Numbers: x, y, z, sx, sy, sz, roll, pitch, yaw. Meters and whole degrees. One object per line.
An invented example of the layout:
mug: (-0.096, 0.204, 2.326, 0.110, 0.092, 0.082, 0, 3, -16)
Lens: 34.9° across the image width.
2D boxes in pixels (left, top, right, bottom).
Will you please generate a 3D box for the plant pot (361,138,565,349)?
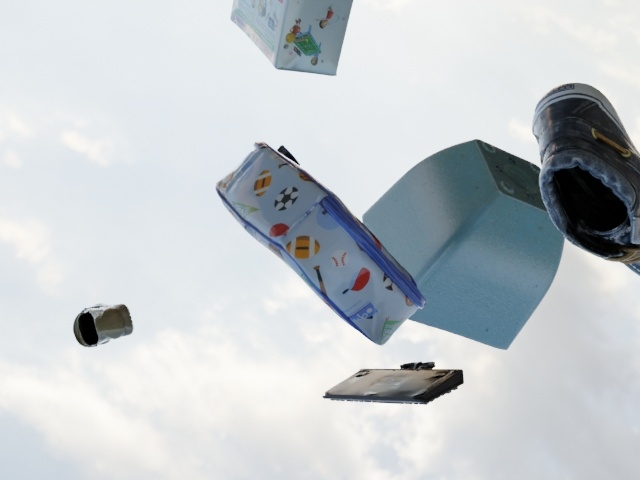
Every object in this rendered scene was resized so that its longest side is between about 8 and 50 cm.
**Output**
plant pot: (0.255, -0.016, 1.669, 0.247, 0.252, 0.247, 20, -146, -27)

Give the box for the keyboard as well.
keyboard: (0.095, 0.175, 1.239, 0.108, 0.180, 0.023, -26, -78, -39)

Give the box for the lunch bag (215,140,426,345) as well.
lunch bag: (0.000, 0.000, 1.352, 0.243, 0.115, 0.303, 43, -179, -38)

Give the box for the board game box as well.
board game box: (-0.026, -0.405, 1.373, 0.097, 0.303, 0.224, 2, -152, -24)

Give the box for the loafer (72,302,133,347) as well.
loafer: (-0.288, 0.107, 1.298, 0.050, 0.148, 0.056, -11, -96, -35)

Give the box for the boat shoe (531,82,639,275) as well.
boat shoe: (0.190, -0.008, 0.631, 0.183, 0.065, 0.083, 43, -143, -23)
